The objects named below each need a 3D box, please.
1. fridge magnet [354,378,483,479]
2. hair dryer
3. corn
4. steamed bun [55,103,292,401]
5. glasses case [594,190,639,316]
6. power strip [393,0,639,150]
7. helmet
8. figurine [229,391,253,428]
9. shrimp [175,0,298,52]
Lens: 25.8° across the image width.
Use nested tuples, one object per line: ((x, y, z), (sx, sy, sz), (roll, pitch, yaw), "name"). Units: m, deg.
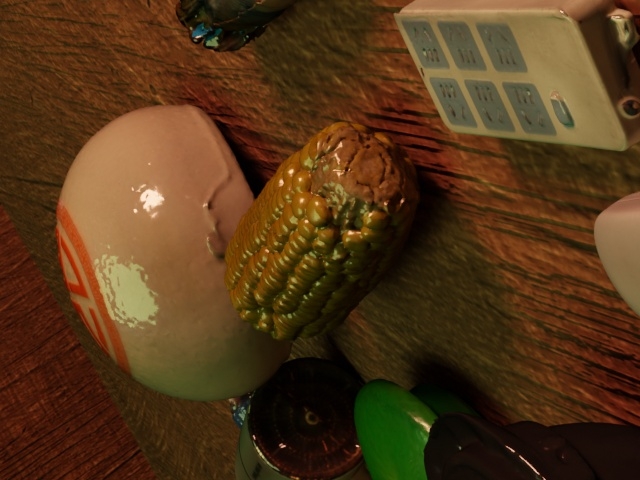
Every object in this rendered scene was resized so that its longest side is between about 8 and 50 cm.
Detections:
((0.101, 0.200, 1.151), (0.208, 0.088, 0.208), (48, 160, 24), "fridge magnet")
((0.062, 0.287, 1.388), (0.362, 0.128, 0.203), (45, 159, 12), "hair dryer")
((0.000, 0.000, 1.044), (0.119, 0.119, 0.322), (56, 158, 5), "corn")
((-0.148, 0.022, 1.299), (0.283, 0.177, 0.283), (158, 90, -79), "steamed bun")
((0.192, 0.008, 0.650), (0.076, 0.049, 0.197), (60, 162, -6), "glasses case")
((0.105, -0.092, 0.739), (0.192, 0.035, 0.081), (19, 138, 64), "power strip")
((0.187, 0.205, 0.820), (0.230, 0.160, 0.279), (97, 150, -63), "helmet")
((-0.079, 0.156, 1.608), (0.079, 0.077, 0.136), (1, 111, 47), "figurine")
((-0.083, -0.240, 0.952), (0.222, 0.054, 0.290), (55, 159, 4), "shrimp")
